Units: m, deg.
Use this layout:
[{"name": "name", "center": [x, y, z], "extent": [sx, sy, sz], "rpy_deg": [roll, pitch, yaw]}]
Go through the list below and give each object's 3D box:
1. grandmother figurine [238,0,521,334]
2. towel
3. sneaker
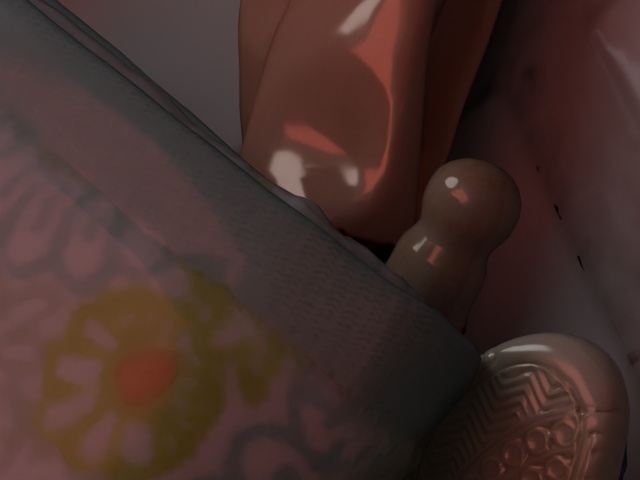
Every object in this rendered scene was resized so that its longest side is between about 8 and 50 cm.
[{"name": "grandmother figurine", "center": [0.000, 0.000, 0.482], "extent": [0.208, 0.104, 0.342], "rpy_deg": [-177, 99, -70]}, {"name": "towel", "center": [-0.191, 0.042, 0.400], "extent": [0.374, 0.090, 0.320], "rpy_deg": [38, 91, 23]}, {"name": "sneaker", "center": [0.059, 0.088, 0.398], "extent": [0.058, 0.084, 0.152], "rpy_deg": [33, 116, 35]}]
